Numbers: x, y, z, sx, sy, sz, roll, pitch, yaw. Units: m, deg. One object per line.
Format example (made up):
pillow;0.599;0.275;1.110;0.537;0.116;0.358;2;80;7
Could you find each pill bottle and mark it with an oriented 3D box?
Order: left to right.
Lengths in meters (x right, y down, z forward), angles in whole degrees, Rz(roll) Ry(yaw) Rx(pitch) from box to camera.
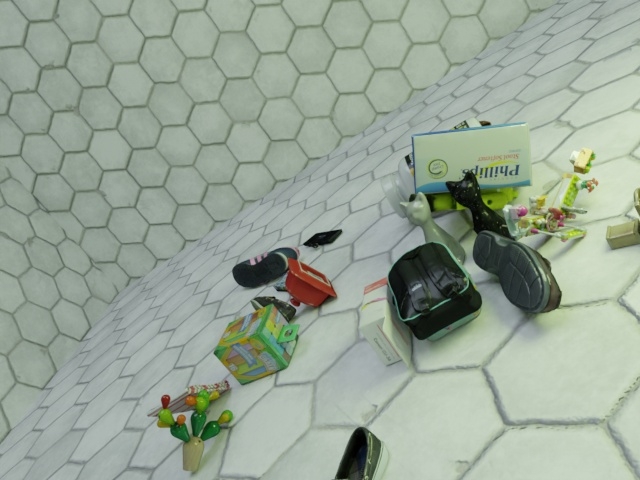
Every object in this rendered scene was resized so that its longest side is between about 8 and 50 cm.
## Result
pill bottle;0.357;-0.207;1.622;0.334;0.188;0.188;-30;19;18

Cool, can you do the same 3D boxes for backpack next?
backpack;0.233;0.102;1.129;0.166;0.144;0.188;-34;41;11

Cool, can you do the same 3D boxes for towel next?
towel;-0.344;0.416;1.425;0.144;0.029;0.197;-34;-23;16

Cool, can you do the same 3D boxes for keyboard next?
keyboard;0.000;0.000;2.038;0.108;0.023;0.180;-39;16;-30

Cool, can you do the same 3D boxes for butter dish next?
butter dish;-0.048;0.144;1.606;0.118;0.160;0.160;-58;15;8

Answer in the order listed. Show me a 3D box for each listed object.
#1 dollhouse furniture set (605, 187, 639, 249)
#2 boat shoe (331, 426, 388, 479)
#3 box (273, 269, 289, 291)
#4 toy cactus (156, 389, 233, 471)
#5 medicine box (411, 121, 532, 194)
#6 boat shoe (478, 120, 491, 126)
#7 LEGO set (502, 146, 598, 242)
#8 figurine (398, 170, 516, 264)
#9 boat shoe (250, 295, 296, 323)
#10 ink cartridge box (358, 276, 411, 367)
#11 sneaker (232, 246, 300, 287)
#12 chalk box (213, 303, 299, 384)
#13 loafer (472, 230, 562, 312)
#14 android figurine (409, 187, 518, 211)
dollhouse furniture set;0.564;-0.020;0.911;0.182;0.101;0.161;-20;24;42
boat shoe;0.045;0.398;0.858;0.080;0.076;0.228;-20;23;41
box;-0.095;0.136;1.858;0.094;0.027;0.137;-47;21;-26
toy cactus;-0.302;0.443;1.271;0.112;0.219;0.180;-2;72;27
medicine box;0.380;-0.209;1.362;0.264;0.149;0.289;-3;9;17
boat shoe;0.536;-0.371;1.909;0.178;0.064;0.060;-41;16;-23
LEGO set;0.516;-0.076;1.128;0.287;0.132;0.107;-34;26;-19
figurine;0.311;-0.043;1.260;0.215;0.209;0.092;-22;22;38
boat shoe;-0.149;0.213;1.688;0.069;0.081;0.228;-40;25;-19
ink cartridge box;0.141;0.182;1.161;0.067;0.115;0.198;-28;19;21
sneaker;-0.205;0.100;2.069;0.319;0.112;0.131;-16;10;41
chalk box;-0.153;0.272;1.453;0.213;0.132;0.132;-28;20;25
loafer;0.397;0.052;1.054;0.302;0.095;0.109;-110;30;-70
android figurine;0.376;-0.111;1.393;0.273;0.056;0.248;-8;9;-21
